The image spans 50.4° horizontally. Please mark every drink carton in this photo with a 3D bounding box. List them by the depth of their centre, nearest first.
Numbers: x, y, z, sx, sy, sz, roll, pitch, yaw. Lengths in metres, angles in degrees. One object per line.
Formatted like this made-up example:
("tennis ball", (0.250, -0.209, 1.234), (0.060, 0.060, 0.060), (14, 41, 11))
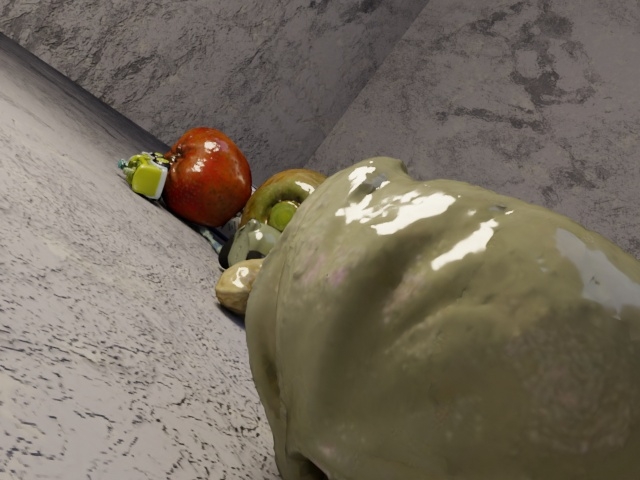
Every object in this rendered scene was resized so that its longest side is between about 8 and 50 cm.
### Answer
("drink carton", (-0.156, -0.052, 1.554), (0.107, 0.130, 0.315), (39, 2, 4))

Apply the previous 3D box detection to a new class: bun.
("bun", (0.104, 0.127, 0.443), (0.365, 0.219, 0.365), (37, -15, 12))

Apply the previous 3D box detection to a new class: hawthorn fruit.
("hawthorn fruit", (-0.205, -0.107, 1.290), (0.200, 0.179, 0.179), (37, 1, -32))

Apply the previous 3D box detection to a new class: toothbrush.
("toothbrush", (-0.173, 0.018, 1.181), (0.019, 0.016, 0.219), (46, -4, -32))

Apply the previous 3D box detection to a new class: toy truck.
("toy truck", (-0.317, -0.120, 1.205), (0.077, 0.076, 0.111), (10, 16, -31))

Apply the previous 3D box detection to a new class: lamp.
("lamp", (-0.022, 0.047, 1.051), (0.244, 0.197, 0.198), (11, 15, -30))

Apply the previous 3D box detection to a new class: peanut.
("peanut", (-0.066, 0.056, 0.870), (0.082, 0.082, 0.187), (38, 18, 16))

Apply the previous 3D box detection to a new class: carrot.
("carrot", (-0.023, -0.005, 1.338), (0.224, 0.224, 0.341), (38, 0, 19))
